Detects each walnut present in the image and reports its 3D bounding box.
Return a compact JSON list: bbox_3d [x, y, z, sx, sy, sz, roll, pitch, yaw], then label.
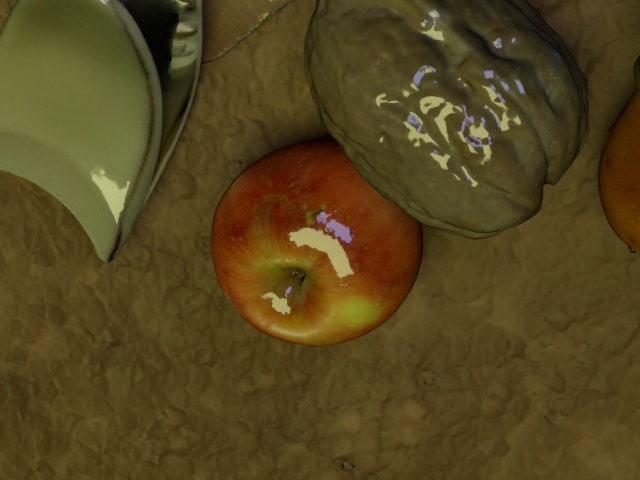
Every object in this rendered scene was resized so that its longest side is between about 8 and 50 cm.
[{"bbox_3d":[0.086,-0.114,1.036,0.230,0.178,0.178,41,112,4],"label":"walnut"}]

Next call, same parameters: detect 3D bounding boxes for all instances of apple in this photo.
[{"bbox_3d":[0.000,0.000,1.112,0.163,0.139,0.163,11,124,16],"label":"apple"}]

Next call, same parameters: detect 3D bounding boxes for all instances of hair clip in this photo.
[{"bbox_3d":[-0.180,-0.140,1.111,0.173,0.113,0.282,30,134,3],"label":"hair clip"}]

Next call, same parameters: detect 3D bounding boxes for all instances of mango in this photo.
[{"bbox_3d":[0.265,-0.064,1.065,0.105,0.084,0.159,20,89,15],"label":"mango"}]

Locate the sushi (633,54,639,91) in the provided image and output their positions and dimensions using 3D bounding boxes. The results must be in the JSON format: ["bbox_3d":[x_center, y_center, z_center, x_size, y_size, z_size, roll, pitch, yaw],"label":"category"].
[{"bbox_3d":[0.382,-0.109,0.897,0.329,0.328,0.285,37,111,-21],"label":"sushi"}]

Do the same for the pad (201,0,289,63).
[{"bbox_3d":[-0.090,-0.311,1.073,0.284,0.018,0.286,-37,100,21],"label":"pad"}]
